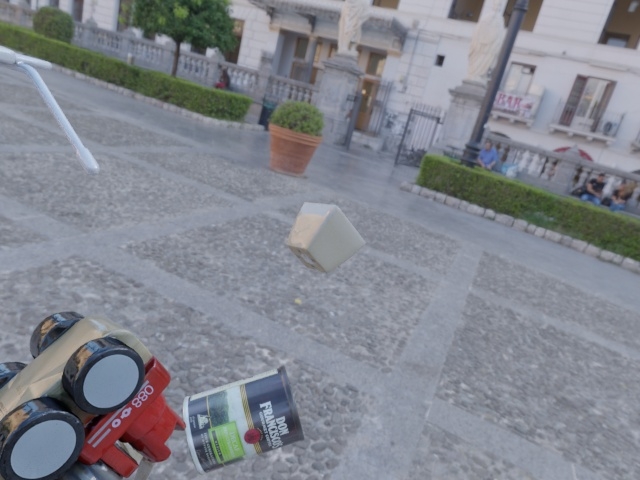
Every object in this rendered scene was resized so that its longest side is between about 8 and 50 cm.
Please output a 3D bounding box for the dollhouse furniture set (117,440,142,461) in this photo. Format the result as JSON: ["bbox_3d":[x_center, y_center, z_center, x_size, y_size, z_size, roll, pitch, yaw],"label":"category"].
[{"bbox_3d":[-0.457,0.473,1.028,0.129,0.129,0.184,6,32,40],"label":"dollhouse furniture set"}]

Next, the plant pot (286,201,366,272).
[{"bbox_3d":[0.000,0.000,0.892,0.109,0.096,0.109,13,-31,53],"label":"plant pot"}]

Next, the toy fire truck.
[{"bbox_3d":[-0.223,0.215,0.431,0.159,0.246,0.217,10,48,43],"label":"toy fire truck"}]

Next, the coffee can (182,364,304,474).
[{"bbox_3d":[-0.201,0.473,1.230,0.275,0.201,0.201,-16,23,-9],"label":"coffee can"}]

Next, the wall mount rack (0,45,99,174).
[{"bbox_3d":[-0.446,-0.177,0.534,0.304,0.130,0.350,19,15,16],"label":"wall mount rack"}]
